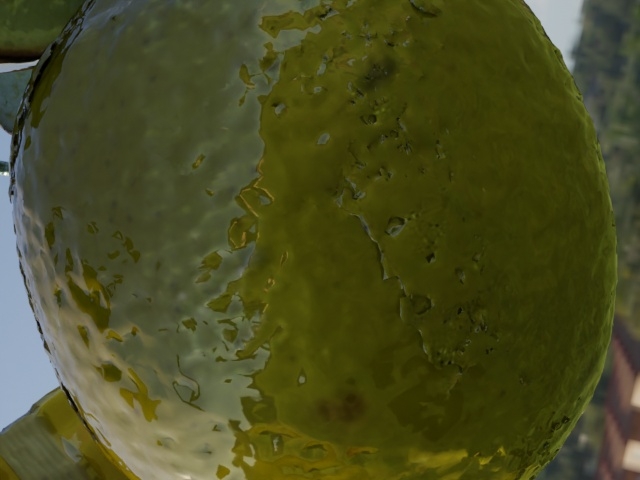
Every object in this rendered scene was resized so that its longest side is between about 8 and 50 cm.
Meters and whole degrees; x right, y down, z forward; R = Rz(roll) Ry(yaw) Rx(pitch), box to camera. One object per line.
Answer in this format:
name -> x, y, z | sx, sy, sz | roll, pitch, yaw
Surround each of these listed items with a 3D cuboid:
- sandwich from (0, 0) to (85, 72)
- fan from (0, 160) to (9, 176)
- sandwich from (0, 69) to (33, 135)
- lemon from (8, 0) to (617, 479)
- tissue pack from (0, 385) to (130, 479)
sandwich -> -0.244, -0.139, 0.900 | 0.096, 0.258, 0.094 | -179, 90, -68
fan -> -0.250, -0.063, 1.537 | 0.038, 0.193, 0.016 | 128, 147, -65
sandwich -> -0.136, -0.175, 1.173 | 0.251, 0.226, 0.087 | -52, -8, 7
lemon -> 0.000, 0.000, 0.731 | 0.258, 0.258, 0.310 | -49, -55, -70
tissue pack -> -0.086, 0.296, 1.044 | 0.228, 0.382, 0.293 | -30, -18, -50
